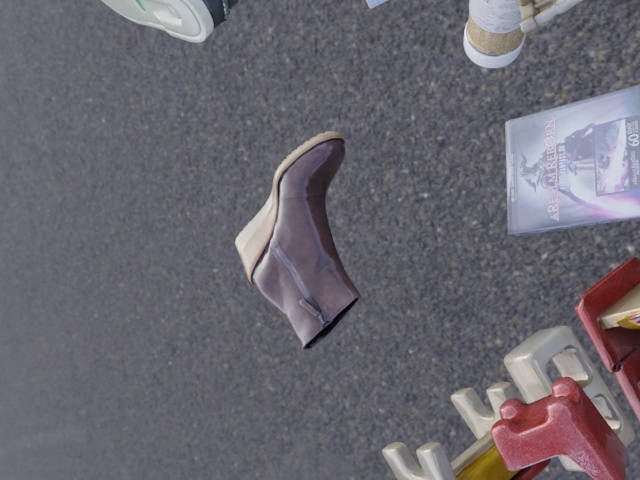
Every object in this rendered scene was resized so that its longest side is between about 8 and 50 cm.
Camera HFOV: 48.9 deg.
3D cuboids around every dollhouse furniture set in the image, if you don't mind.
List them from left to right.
[{"bbox_3d":[0.266,0.132,0.574,0.152,0.374,0.201,59,152,2],"label":"dollhouse furniture set"}]

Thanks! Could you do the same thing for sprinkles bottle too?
[{"bbox_3d":[0.338,-0.459,1.302,0.121,0.121,0.355,63,179,18],"label":"sprinkles bottle"}]

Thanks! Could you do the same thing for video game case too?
[{"bbox_3d":[0.406,-0.119,1.061,0.274,0.026,0.195,-10,73,44],"label":"video game case"}]

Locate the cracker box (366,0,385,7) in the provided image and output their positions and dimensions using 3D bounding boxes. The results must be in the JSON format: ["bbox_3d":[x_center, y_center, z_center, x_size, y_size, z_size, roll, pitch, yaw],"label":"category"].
[{"bbox_3d":[0.086,-0.365,0.724,0.232,0.156,0.067,51,-164,-64],"label":"cracker box"}]

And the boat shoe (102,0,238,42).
[{"bbox_3d":[-0.165,-0.257,0.674,0.233,0.079,0.084,28,163,32],"label":"boat shoe"}]

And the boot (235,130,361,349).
[{"bbox_3d":[0.000,0.000,0.962,0.248,0.090,0.206,-51,61,24],"label":"boot"}]

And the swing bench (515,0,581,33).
[{"bbox_3d":[0.309,-0.432,0.840,0.253,0.165,0.254,-24,113,28],"label":"swing bench"}]
